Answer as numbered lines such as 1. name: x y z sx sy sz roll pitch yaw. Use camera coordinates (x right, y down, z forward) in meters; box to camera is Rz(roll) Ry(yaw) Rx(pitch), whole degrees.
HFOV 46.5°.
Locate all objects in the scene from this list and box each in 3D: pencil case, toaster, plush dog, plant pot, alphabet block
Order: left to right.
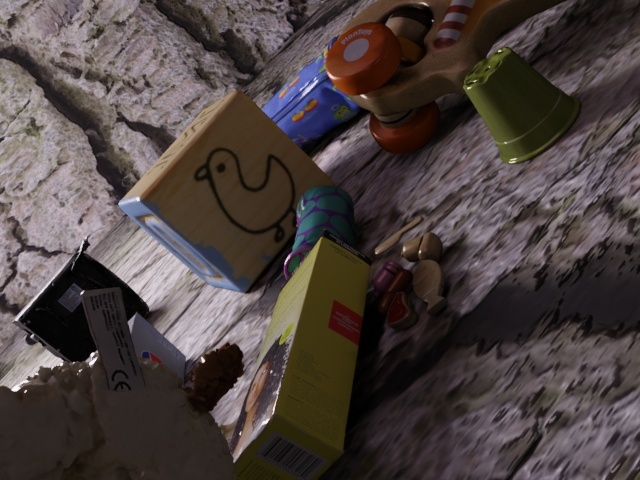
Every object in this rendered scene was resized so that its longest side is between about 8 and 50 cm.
1. plush dog: -0.162 0.173 0.489 0.225 0.262 0.210 -38 11 37
2. toaster: -0.403 0.123 1.267 0.110 0.168 0.185 -19 32 57
3. alphabet block: -0.135 -0.063 1.037 0.197 0.192 0.193 -52 20 -15
4. pencil case: -0.035 -0.206 1.233 0.306 0.119 0.133 -33 -2 36
5. pencil case: 0.000 0.000 0.789 0.070 0.064 0.151 -23 24 16
6. plant pot: 0.168 -0.124 0.653 0.083 0.079 0.083 -42 17 16

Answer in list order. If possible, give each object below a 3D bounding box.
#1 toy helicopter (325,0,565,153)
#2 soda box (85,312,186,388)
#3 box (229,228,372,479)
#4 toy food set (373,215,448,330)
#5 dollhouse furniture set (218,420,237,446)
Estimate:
1. toy helicopter: 0.175 -0.266 0.839 0.355 0.140 0.234 -19 50 24
2. soda box: -0.216 0.191 0.812 0.098 0.091 0.286 -43 18 6
3. box: -0.011 0.091 0.596 0.087 0.058 0.232 -53 11 30
4. toy food set: 0.074 0.034 0.625 0.078 0.019 0.122 -37 27 26
5. dollhouse furniture set: -0.091 0.201 0.622 0.152 0.058 0.076 -24 13 5
